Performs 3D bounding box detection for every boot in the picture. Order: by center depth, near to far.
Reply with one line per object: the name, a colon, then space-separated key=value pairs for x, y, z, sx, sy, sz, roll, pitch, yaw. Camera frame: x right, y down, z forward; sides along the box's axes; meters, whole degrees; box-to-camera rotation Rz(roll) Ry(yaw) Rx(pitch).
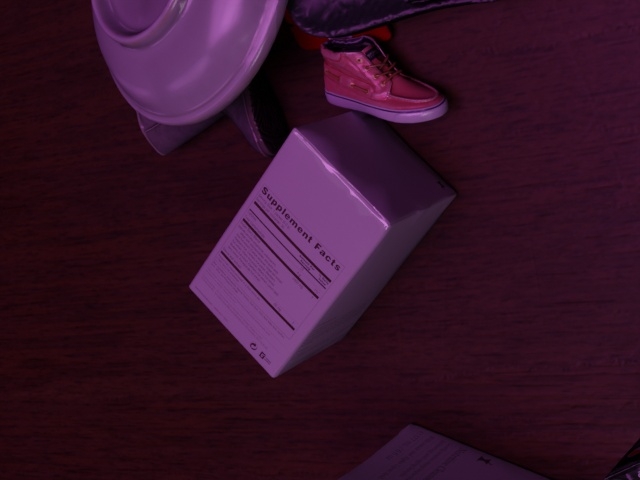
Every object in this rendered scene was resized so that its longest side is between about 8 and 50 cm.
boot: x=-0.158 y=-0.167 z=1.664 sx=0.208 sy=0.076 sz=0.189 roll=-26 pitch=74 yaw=30

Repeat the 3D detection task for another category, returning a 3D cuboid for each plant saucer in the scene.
plant saucer: x=-0.199 y=-0.351 z=1.541 sx=0.400 sy=0.100 sz=0.400 roll=-5 pitch=83 yaw=45

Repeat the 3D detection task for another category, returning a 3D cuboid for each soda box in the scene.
soda box: x=0.386 y=0.253 z=1.360 sx=0.053 sy=0.169 sz=0.060 roll=-34 pitch=84 yaw=37

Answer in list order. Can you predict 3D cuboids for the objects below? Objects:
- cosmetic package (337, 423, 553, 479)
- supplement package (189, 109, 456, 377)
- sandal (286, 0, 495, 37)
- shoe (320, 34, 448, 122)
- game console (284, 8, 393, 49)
cosmetic package: x=0.221 y=0.393 z=1.491 sx=0.385 sy=0.217 sz=0.156 roll=16 pitch=113 yaw=28
supplement package: x=0.000 y=0.000 z=1.541 sx=0.175 sy=0.177 sz=0.293 roll=46 pitch=124 yaw=15
sandal: x=0.147 y=-0.337 z=1.350 sx=0.446 sy=0.107 sz=0.167 roll=-19 pitch=88 yaw=26
shoe: x=0.075 y=-0.203 z=1.488 sx=0.178 sy=0.063 sz=0.081 roll=16 pitch=133 yaw=34
game console: x=0.024 y=-0.320 z=1.530 sx=0.144 sy=0.085 sz=0.124 roll=0 pitch=135 yaw=35
